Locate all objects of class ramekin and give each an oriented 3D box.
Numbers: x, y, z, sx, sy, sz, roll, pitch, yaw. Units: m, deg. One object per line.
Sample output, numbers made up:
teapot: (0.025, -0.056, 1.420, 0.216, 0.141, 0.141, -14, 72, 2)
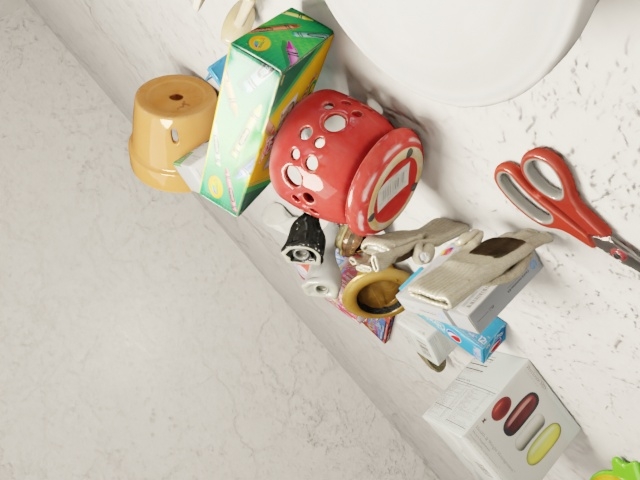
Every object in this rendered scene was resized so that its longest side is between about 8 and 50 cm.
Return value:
ramekin: (0.105, -0.249, 0.362, 0.273, 0.127, 0.273, 44, 164, 16)

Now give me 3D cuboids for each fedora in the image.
fedora: (0.136, 0.106, 1.146, 0.194, 0.194, 0.079, 66, -166, -47)

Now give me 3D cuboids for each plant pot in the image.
plant pot: (-0.371, -0.299, 1.307, 0.291, 0.290, 0.204, 41, 146, 25)
plant pot: (0.046, -0.109, 0.746, 0.174, 0.191, 0.191, 34, 159, 27)

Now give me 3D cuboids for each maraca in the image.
maraca: (0.569, 0.483, 0.916, 0.127, 0.099, 0.186, 39, 137, 39)

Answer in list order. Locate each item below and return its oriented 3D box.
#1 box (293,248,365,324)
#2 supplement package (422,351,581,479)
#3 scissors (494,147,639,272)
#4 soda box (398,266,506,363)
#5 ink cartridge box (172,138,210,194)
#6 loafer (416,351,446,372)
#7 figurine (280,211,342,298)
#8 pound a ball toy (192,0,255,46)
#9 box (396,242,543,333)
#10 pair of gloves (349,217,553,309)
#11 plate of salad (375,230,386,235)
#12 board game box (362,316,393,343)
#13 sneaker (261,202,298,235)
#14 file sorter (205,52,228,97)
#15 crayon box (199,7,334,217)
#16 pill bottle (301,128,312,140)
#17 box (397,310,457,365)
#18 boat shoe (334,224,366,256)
box: (0.048, 0.094, 1.337, 0.256, 0.122, 0.128, 32, 158, 45)
supplement package: (0.361, 0.366, 0.991, 0.194, 0.203, 0.149, 50, 164, -9)
scissors: (0.327, 0.004, 0.572, 0.297, 0.021, 0.109, 45, 162, 8)
soda box: (0.259, 0.144, 0.981, 0.210, 0.071, 0.067, 37, 161, 37)
ink cartridge box: (-0.223, -0.205, 1.186, 0.160, 0.219, 0.093, 21, 145, 58)
loafer: (0.276, 0.280, 1.301, 0.148, 0.056, 0.050, 57, 166, 7)
figurine: (0.000, 0.000, 1.165, 0.092, 0.210, 0.215, -5, 138, 20)
pound a ball toy: (-0.149, -0.426, 0.686, 0.208, 0.136, 0.319, 27, 171, -19)
box: (0.221, 0.065, 0.761, 0.038, 0.145, 0.186, 54, 163, -17)
pair of gloves: (0.169, 0.012, 0.695, 0.240, 0.204, 0.042, 23, 129, 60)
plate of salad: (0.062, -0.067, 1.041, 0.199, 0.048, 0.200, 32, 179, 1)
board game box: (0.162, 0.228, 1.527, 0.145, 0.027, 0.281, 44, 164, 22)
sneaker: (-0.100, -0.043, 1.516, 0.212, 0.080, 0.094, 32, 169, 42)
file sorter: (-0.121, -0.274, 0.933, 0.170, 0.118, 0.104, 53, 166, -17)
crayon box: (-0.089, -0.188, 0.754, 0.081, 0.165, 0.279, 31, 137, 4)
pill bottle: (-0.029, -0.208, 0.974, 0.043, 0.043, 0.083, 54, 164, -19)
box: (0.249, 0.207, 1.128, 0.102, 0.087, 0.101, 29, 156, 51)
boat shoe: (0.077, 0.010, 1.142, 0.060, 0.064, 0.178, 20, 174, 13)
